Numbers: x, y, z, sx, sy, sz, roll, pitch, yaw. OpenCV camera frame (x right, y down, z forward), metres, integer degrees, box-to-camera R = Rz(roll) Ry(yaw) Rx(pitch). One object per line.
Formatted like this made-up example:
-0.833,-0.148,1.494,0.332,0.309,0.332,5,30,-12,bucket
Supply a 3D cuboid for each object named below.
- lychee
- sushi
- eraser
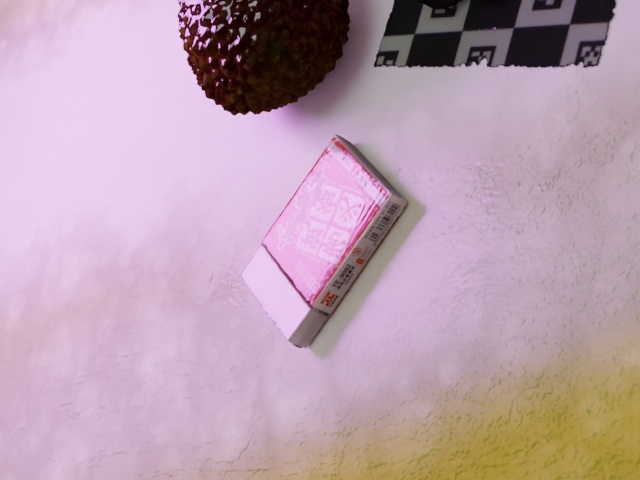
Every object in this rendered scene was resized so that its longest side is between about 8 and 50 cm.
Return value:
-0.080,-0.283,1.816,0.271,0.236,0.236,116,149,-46,lychee
0.192,-0.357,1.631,0.373,0.100,0.296,11,81,51,sushi
0.000,0.000,1.738,0.230,0.038,0.157,-55,41,14,eraser
